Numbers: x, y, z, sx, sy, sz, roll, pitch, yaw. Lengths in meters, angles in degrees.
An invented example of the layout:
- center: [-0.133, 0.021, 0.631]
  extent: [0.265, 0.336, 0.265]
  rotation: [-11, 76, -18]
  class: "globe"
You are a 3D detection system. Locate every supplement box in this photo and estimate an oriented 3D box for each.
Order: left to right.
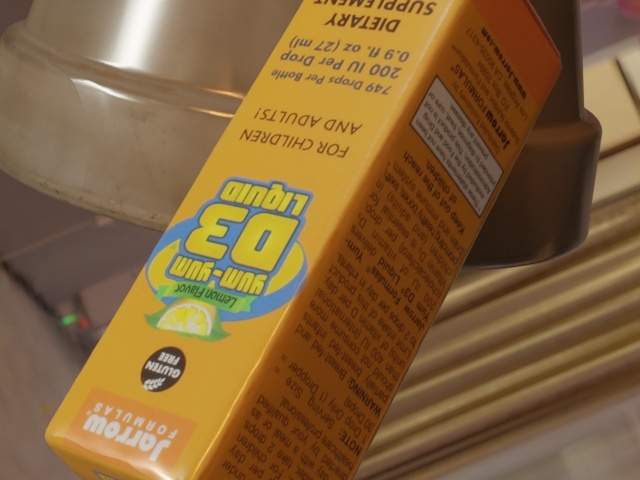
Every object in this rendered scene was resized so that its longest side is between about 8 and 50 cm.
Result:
- center: [0.000, 0.000, 0.577]
  extent: [0.078, 0.233, 0.080]
  rotation: [11, 156, 39]
  class: "supplement box"

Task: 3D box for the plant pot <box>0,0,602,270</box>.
- center: [0.006, -0.162, 0.813]
  extent: [0.323, 0.323, 0.280]
  rotation: [-105, 25, -74]
  class: "plant pot"
